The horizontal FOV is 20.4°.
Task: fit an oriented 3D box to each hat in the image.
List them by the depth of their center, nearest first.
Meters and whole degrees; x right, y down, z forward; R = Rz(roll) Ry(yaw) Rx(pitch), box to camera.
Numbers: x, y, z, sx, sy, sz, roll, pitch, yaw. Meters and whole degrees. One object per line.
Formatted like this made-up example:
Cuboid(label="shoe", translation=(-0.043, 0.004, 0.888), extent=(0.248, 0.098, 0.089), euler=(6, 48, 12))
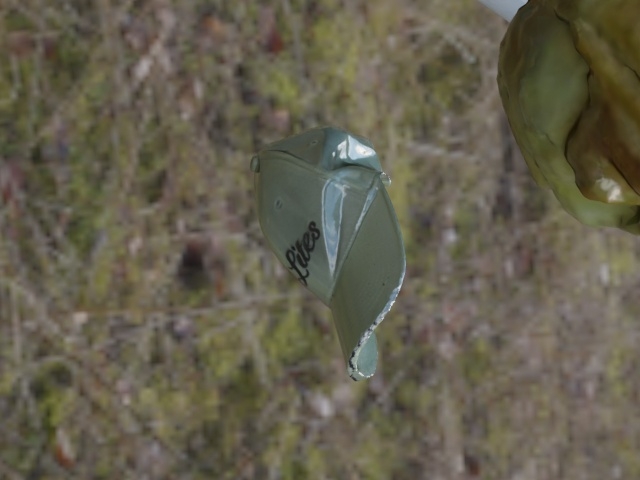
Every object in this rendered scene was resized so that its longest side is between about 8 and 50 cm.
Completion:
Cuboid(label="hat", translation=(0.006, 0.004, 1.001), extent=(0.122, 0.081, 0.166), euler=(100, -16, -55))

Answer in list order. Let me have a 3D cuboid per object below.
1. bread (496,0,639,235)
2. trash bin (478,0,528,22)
Cuboid(label="bread", translation=(0.181, -0.101, 0.602), extent=(0.130, 0.268, 0.152), euler=(50, 0, -28))
Cuboid(label="trash bin", translation=(0.158, -0.240, 1.113), extent=(0.368, 0.256, 0.296), euler=(35, 14, -14))
